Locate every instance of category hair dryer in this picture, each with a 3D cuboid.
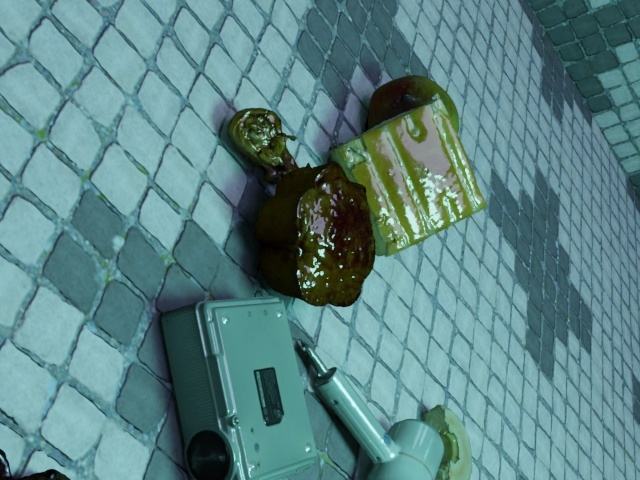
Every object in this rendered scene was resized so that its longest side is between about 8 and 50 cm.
[{"bbox_3d":[0.073,0.291,1.495,0.357,0.107,0.173,55,33,-15],"label":"hair dryer"}]

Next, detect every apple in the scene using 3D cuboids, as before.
[{"bbox_3d":[0.193,-0.229,1.852,0.207,0.173,0.189,20,55,-33],"label":"apple"}]

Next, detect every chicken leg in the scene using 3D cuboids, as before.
[{"bbox_3d":[-0.072,-0.138,1.477,0.085,0.101,0.207,-55,137,-15],"label":"chicken leg"}]

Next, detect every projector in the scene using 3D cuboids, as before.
[{"bbox_3d":[-0.107,0.209,1.247,0.192,0.099,0.257,0,75,-55],"label":"projector"}]

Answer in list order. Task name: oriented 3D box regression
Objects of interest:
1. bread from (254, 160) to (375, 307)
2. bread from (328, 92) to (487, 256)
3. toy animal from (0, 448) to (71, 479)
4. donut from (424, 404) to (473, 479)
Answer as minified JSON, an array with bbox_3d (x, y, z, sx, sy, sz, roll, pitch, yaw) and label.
[{"bbox_3d":[0.004,-0.012,1.451,0.246,0.135,0.232,-7,100,-57],"label":"bread"},{"bbox_3d":[0.161,-0.120,1.700,0.239,0.111,0.246,-26,101,-18],"label":"bread"},{"bbox_3d":[-0.322,0.297,0.915,0.218,0.116,0.179,42,6,2],"label":"toy animal"},{"bbox_3d":[0.239,0.402,1.706,0.108,0.065,0.166,33,49,-45],"label":"donut"}]
